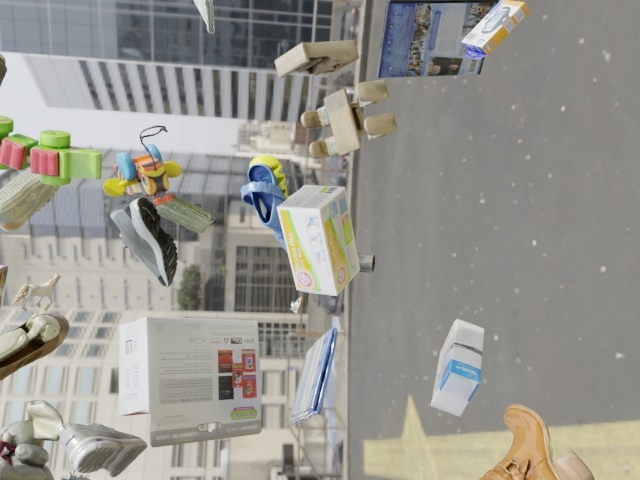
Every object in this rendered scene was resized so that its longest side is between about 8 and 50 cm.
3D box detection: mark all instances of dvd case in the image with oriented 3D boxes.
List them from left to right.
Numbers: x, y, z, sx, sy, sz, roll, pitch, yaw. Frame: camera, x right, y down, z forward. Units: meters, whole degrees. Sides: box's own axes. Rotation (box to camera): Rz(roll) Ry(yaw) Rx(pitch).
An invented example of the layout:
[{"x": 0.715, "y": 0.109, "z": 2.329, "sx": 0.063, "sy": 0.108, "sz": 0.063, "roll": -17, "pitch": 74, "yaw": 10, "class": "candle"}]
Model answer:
[{"x": 0.259, "y": -0.453, "z": 1.370, "sx": 0.022, "sy": 0.253, "sz": 0.180, "roll": -106, "pitch": 16, "yaw": -47, "class": "dvd case"}]

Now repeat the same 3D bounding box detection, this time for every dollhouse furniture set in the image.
[{"x": 0.020, "y": -0.313, "z": 1.382, "sx": 0.212, "sy": 0.161, "sz": 0.242, "roll": -12, "pitch": 94, "yaw": 52, "class": "dollhouse furniture set"}]

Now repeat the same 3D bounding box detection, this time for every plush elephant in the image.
[{"x": -0.768, "y": 0.551, "z": 1.528, "sx": 0.255, "sy": 0.330, "sz": 0.271, "roll": 44, "pitch": 109, "yaw": 32, "class": "plush elephant"}]

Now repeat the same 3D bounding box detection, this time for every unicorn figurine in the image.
[{"x": -0.846, "y": 0.156, "z": 1.859, "sx": 0.111, "sy": 0.060, "sz": 0.162, "roll": -67, "pitch": -13, "yaw": 8, "class": "unicorn figurine"}]

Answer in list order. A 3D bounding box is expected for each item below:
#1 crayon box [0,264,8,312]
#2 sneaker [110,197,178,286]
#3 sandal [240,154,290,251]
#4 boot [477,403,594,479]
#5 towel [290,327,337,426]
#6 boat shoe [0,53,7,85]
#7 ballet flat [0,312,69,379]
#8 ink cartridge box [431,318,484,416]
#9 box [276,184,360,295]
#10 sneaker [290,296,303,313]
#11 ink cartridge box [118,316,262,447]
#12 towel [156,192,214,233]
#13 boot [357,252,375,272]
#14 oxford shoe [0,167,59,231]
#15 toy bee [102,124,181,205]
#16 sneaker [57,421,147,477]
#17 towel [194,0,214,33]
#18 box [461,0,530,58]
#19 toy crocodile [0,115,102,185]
[{"x": -1.084, "y": 0.246, "z": 1.909, "sx": 0.363, "sy": 0.106, "sz": 0.312, "roll": -165, "pitch": 83, "yaw": -74, "class": "crayon box"}, {"x": -0.456, "y": 0.009, "z": 1.610, "sx": 0.100, "sy": 0.108, "sz": 0.271, "roll": -82, "pitch": -22, "yaw": -54, "class": "sneaker"}, {"x": -0.119, "y": -0.068, "z": 1.651, "sx": 0.317, "sy": 0.126, "sz": 0.138, "roll": 57, "pitch": -147, "yaw": -12, "class": "sandal"}, {"x": 0.437, "y": 0.506, "z": 1.379, "sx": 0.283, "sy": 0.220, "sz": 0.109, "roll": 50, "pitch": 166, "yaw": 57, "class": "boot"}, {"x": -0.016, "y": 0.339, "z": 1.495, "sx": 0.285, "sy": 0.034, "sz": 0.209, "roll": 121, "pitch": 165, "yaw": -65, "class": "towel"}, {"x": -0.997, "y": -0.411, "z": 1.654, "sx": 0.112, "sy": 0.335, "sz": 0.095, "roll": 45, "pitch": -150, "yaw": -61, "class": "boat shoe"}, {"x": -0.792, "y": 0.267, "z": 1.632, "sx": 0.124, "sy": 0.116, "sz": 0.342, "roll": -56, "pitch": -10, "yaw": 33, "class": "ballet flat"}, {"x": 0.365, "y": 0.333, "z": 1.621, "sx": 0.203, "sy": 0.086, "sz": 0.148, "roll": -63, "pitch": -9, "yaw": -51, "class": "ink cartridge box"}, {"x": 0.000, "y": 0.000, "z": 1.281, "sx": 0.114, "sy": 0.103, "sz": 0.203, "roll": -44, "pitch": -50, "yaw": -47, "class": "box"}, {"x": -0.083, "y": 0.215, "z": 2.064, "sx": 0.032, "sy": 0.037, "sz": 0.083, "roll": -52, "pitch": -12, "yaw": -44, "class": "sneaker"}, {"x": -0.294, "y": 0.322, "z": 1.411, "sx": 0.130, "sy": 0.310, "sz": 0.271, "roll": -19, "pitch": 69, "yaw": 42, "class": "ink cartridge box"}, {"x": -0.367, "y": -0.070, "z": 1.651, "sx": 0.110, "sy": 0.148, "sz": 0.027, "roll": -38, "pitch": 31, "yaw": 54, "class": "towel"}, {"x": 0.061, "y": 0.062, "z": 1.856, "sx": 0.189, "sy": 0.209, "sz": 0.076, "roll": 35, "pitch": -126, "yaw": -84, "class": "boot"}, {"x": -1.054, "y": -0.172, "z": 2.247, "sx": 0.449, "sy": 0.169, "sz": 0.130, "roll": -73, "pitch": -29, "yaw": -57, "class": "oxford shoe"}, {"x": -0.438, "y": -0.153, "z": 1.515, "sx": 0.298, "sy": 0.195, "sz": 0.162, "roll": 169, "pitch": 79, "yaw": -78, "class": "toy bee"}, {"x": -0.481, "y": 0.450, "z": 1.372, "sx": 0.115, "sy": 0.105, "sz": 0.281, "roll": 41, "pitch": 167, "yaw": 21, "class": "sneaker"}, {"x": -0.316, "y": -0.633, "z": 1.612, "sx": 0.152, "sy": 0.023, "sz": 0.113, "roll": 61, "pitch": 160, "yaw": 26, "class": "towel"}, {"x": 0.349, "y": -0.429, "z": 1.246, "sx": 0.136, "sy": 0.028, "sz": 0.081, "roll": -45, "pitch": 31, "yaw": 4, "class": "box"}, {"x": -0.650, "y": -0.192, "z": 1.342, "sx": 0.105, "sy": 0.341, "sz": 0.115, "roll": -86, "pitch": 10, "yaw": -68, "class": "toy crocodile"}]
